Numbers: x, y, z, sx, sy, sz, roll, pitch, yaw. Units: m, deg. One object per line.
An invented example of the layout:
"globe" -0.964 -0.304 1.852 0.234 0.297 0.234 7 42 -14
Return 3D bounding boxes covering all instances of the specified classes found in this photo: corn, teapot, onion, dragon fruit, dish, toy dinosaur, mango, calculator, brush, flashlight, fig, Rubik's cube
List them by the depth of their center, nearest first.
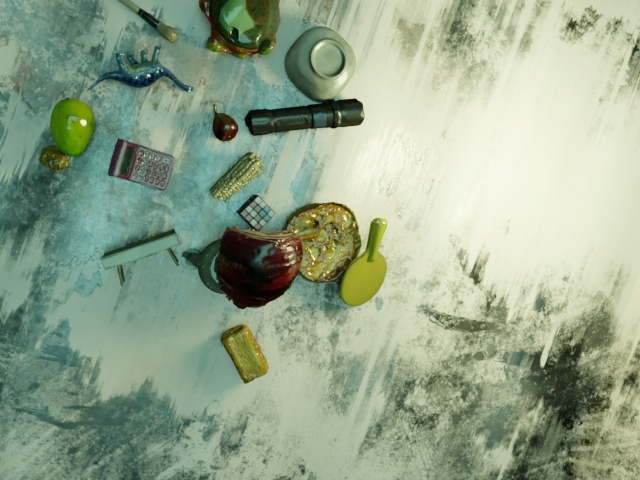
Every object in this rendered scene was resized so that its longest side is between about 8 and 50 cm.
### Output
"mango" -0.765 -0.347 1.548 0.119 0.100 0.178 4 104 -21
"brush" -0.583 -0.736 1.586 0.299 0.039 0.042 36 125 -17
"toy dinosaur" -0.572 -0.547 1.596 0.329 0.076 0.144 -8 107 -27
"dragon fruit" -0.256 -0.734 1.645 0.268 0.130 0.295 39 85 -23
"calculator" -0.587 -0.247 1.654 0.190 0.034 0.127 16 92 -25
"onion" -0.175 0.098 1.658 0.314 0.146 0.280 0 98 -35
"fig" -0.334 -0.400 1.697 0.089 0.089 0.125 -28 78 -12
"corn" -0.287 -0.215 1.731 0.211 0.087 0.087 -43 108 -2
"teapot" -0.326 0.088 1.735 0.294 0.129 0.193 13 93 -21
"dish" 0.012 -0.619 1.747 0.256 0.117 0.256 -3 99 -17
"Rubik's cube" -0.226 -0.098 1.756 0.092 0.092 0.092 -46 108 -7
"flashlight" -0.053 -0.431 1.770 0.423 0.103 0.103 -10 101 -14

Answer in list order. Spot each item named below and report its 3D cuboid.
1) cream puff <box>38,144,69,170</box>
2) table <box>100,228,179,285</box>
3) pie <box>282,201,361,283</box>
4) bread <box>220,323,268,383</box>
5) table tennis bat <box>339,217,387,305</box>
"cream puff" -0.831 -0.251 1.565 0.083 0.083 0.058 6 140 -29
"table" -0.577 0.059 1.651 0.240 0.121 0.111 -20 103 -13
"pie" 0.000 0.000 1.847 0.315 0.092 0.315 -1 94 -15
"bread" -0.272 0.409 1.817 0.114 0.083 0.211 -25 104 -8
"table tennis bat" 0.175 0.085 1.873 0.224 0.054 0.369 -6 119 -38
